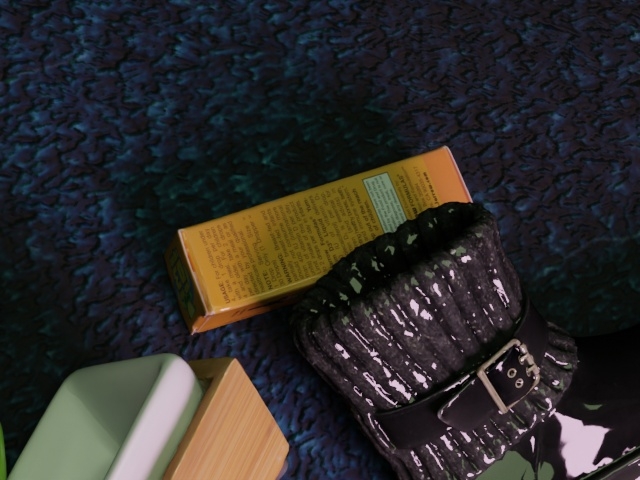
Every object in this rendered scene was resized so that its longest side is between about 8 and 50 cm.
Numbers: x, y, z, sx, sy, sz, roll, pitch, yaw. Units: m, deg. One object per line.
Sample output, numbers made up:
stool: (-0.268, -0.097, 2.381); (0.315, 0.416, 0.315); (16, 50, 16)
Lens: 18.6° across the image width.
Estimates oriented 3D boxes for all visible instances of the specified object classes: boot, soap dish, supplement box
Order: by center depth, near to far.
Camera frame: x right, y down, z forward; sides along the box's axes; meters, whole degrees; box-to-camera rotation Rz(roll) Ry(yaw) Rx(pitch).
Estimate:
soap dish: (-0.152, 0.223, 1.347); (0.118, 0.229, 0.291); (35, 68, -20)
boot: (0.170, 0.070, 1.477); (0.348, 0.131, 0.260); (-34, 103, -20)
supplement box: (0.000, 0.000, 1.521); (0.233, 0.078, 0.080); (-19, 80, -19)

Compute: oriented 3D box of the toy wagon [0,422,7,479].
toy wagon: (-0.370, 0.072, 1.404); (0.267, 0.068, 0.344); (-4, 73, -13)
